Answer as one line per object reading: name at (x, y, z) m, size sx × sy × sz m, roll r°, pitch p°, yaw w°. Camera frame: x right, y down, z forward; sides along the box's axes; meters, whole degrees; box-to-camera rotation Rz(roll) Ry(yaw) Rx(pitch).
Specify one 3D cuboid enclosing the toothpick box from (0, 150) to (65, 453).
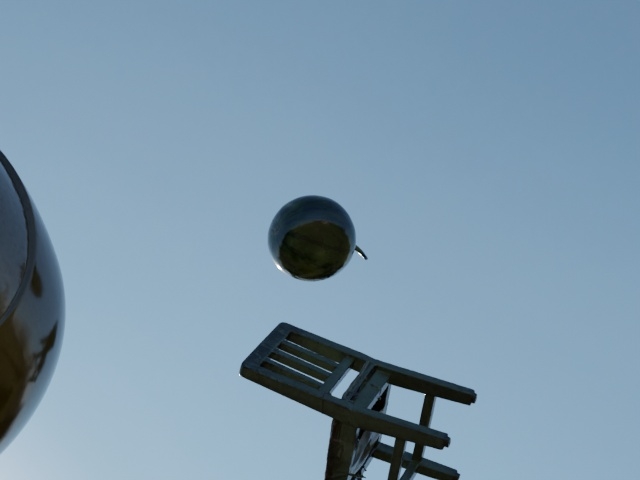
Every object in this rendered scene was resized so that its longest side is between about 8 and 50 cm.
toothpick box at (-0.459, 0.056, 1.347) m, size 0.408 × 0.409 × 0.425 m, roll -25°, pitch -55°, yaw 14°

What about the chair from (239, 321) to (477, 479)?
chair at (0.038, 0.227, 1.722) m, size 0.270 × 0.136 × 0.147 m, roll 17°, pitch -63°, yaw 15°

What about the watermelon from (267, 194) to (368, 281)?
watermelon at (-0.006, -0.003, 1.557) m, size 0.109 × 0.109 × 0.109 m, roll -6°, pitch -44°, yaw -6°
